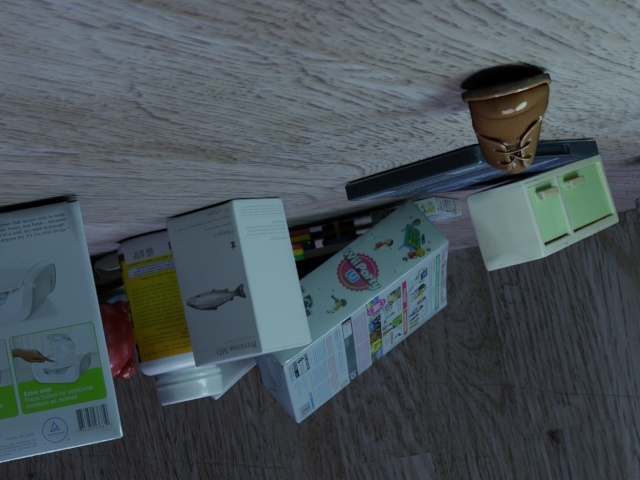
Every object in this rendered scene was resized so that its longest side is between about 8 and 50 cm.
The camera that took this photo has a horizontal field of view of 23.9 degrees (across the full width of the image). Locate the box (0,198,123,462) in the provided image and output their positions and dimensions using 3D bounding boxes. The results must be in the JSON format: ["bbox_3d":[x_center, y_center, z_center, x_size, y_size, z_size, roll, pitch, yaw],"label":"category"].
[{"bbox_3d":[-0.336,0.099,1.423,0.261,0.231,0.127,-12,175,-11],"label":"box"}]

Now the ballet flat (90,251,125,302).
[{"bbox_3d":[-0.297,0.047,2.082,0.213,0.072,0.068,-16,146,40],"label":"ballet flat"}]

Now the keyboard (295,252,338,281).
[{"bbox_3d":[0.063,0.038,2.457,0.317,0.033,0.201,-8,-161,-31],"label":"keyboard"}]

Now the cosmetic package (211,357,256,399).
[{"bbox_3d":[-0.158,0.132,2.419,0.197,0.155,0.365,-42,-179,-7],"label":"cosmetic package"}]

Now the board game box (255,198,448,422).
[{"bbox_3d":[0.046,0.106,2.220,0.303,0.097,0.224,-36,156,-14],"label":"board game box"}]

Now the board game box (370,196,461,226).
[{"bbox_3d":[0.148,-0.041,2.316,0.103,0.026,0.154,-13,175,18],"label":"board game box"}]

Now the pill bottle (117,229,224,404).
[{"bbox_3d":[-0.184,0.097,1.932,0.117,0.215,0.117,-12,175,-1],"label":"pill bottle"}]

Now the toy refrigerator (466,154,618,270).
[{"bbox_3d":[0.302,-0.042,2.005,0.094,0.102,0.269,-15,-179,34],"label":"toy refrigerator"}]

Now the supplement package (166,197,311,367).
[{"bbox_3d":[-0.096,0.049,1.779,0.105,0.179,0.105,-15,175,32],"label":"supplement package"}]

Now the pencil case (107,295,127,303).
[{"bbox_3d":[-0.314,0.095,2.211,0.273,0.113,0.124,-16,-160,36],"label":"pencil case"}]

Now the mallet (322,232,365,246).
[{"bbox_3d":[0.067,-0.006,2.525,0.189,0.039,0.062,-10,179,39],"label":"mallet"}]

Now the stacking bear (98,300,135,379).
[{"bbox_3d":[-0.395,0.145,2.058,0.289,0.175,0.164,-5,169,0],"label":"stacking bear"}]

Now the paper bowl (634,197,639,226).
[{"bbox_3d":[0.627,-0.079,2.333,0.284,0.148,0.284,-11,176,-1],"label":"paper bowl"}]

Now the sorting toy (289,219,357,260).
[{"bbox_3d":[0.000,0.000,2.276,0.132,0.046,0.274,-12,179,3],"label":"sorting toy"}]

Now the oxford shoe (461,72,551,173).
[{"bbox_3d":[0.165,-0.098,1.293,0.076,0.076,0.212,-11,174,8],"label":"oxford shoe"}]

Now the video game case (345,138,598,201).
[{"bbox_3d":[0.189,-0.086,1.846,0.196,0.026,0.274,-15,176,39],"label":"video game case"}]
